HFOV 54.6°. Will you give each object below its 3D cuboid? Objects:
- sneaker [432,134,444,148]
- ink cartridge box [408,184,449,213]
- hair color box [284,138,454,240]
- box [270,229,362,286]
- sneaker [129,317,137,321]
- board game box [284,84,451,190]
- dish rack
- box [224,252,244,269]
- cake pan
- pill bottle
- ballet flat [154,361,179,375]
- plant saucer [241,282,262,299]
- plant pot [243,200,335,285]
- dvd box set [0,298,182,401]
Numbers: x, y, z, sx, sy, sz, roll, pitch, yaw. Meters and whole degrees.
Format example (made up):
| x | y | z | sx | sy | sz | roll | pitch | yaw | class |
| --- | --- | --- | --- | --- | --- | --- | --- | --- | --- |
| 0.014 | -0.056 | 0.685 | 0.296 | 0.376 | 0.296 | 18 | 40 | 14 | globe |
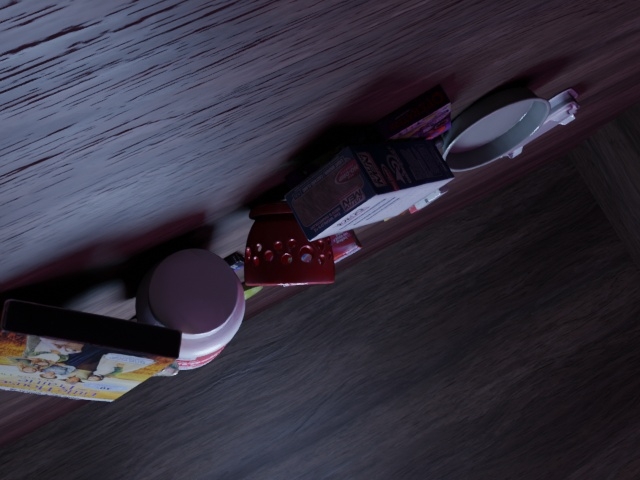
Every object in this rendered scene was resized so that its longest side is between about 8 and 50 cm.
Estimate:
| x | y | z | sx | sy | sz | roll | pitch | yaw | class |
| --- | --- | --- | --- | --- | --- | --- | --- | --- | --- |
| 0.250 | -0.218 | 1.530 | 0.089 | 0.051 | 0.170 | -27 | 167 | -10 | sneaker |
| 0.315 | -0.160 | 1.910 | 0.056 | 0.099 | 0.135 | -20 | 169 | -43 | ink cartridge box |
| 0.108 | -0.108 | 1.223 | 0.174 | 0.105 | 0.347 | -35 | 170 | 34 | hair color box |
| -0.017 | 0.029 | 1.879 | 0.257 | 0.122 | 0.128 | -30 | 171 | 9 | box |
| -0.512 | 0.258 | 1.832 | 0.115 | 0.090 | 0.232 | -30 | -176 | -42 | sneaker |
| 0.107 | -0.184 | 1.279 | 0.347 | 0.056 | 0.208 | -30 | 176 | 9 | board game box |
| 0.695 | -0.365 | 2.031 | 0.333 | 0.072 | 0.285 | -34 | 169 | 27 | dish rack |
| -0.284 | 0.088 | 1.691 | 0.162 | 0.029 | 0.116 | -27 | 172 | -1 | box |
| 0.425 | -0.276 | 1.546 | 0.293 | 0.054 | 0.293 | -21 | 159 | -8 | cake pan |
| -0.293 | 0.156 | 1.381 | 0.229 | 0.229 | 0.407 | -25 | 171 | -21 | pill bottle |
| -0.345 | 0.270 | 1.315 | 0.168 | 0.052 | 0.057 | -13 | -128 | 58 | ballet flat |
| -0.325 | 0.208 | 2.250 | 0.241 | 0.037 | 0.241 | -28 | 172 | -4 | plant saucer |
| -0.069 | 0.009 | 1.305 | 0.191 | 0.174 | 0.191 | -4 | 176 | 0 | plant pot |
| -0.495 | 0.233 | 1.220 | 0.308 | 0.062 | 0.420 | 17 | 148 | -29 | dvd box set |
